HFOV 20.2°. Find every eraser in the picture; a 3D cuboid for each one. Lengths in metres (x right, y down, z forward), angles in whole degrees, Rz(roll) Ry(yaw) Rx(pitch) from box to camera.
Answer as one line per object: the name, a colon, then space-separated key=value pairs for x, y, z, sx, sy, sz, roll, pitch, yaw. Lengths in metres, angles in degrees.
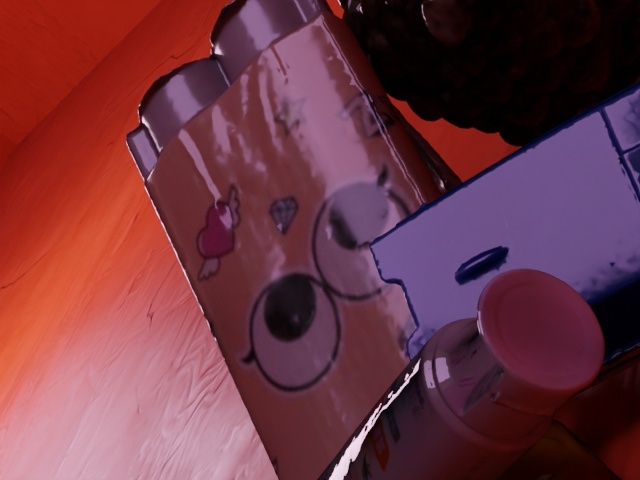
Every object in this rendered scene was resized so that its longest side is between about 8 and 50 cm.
eraser: x=0.000 y=0.000 z=1.053 sx=0.171 sy=0.087 sz=0.290 roll=-42 pitch=57 yaw=24

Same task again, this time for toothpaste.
toothpaste: x=0.032 y=0.120 z=0.863 sx=0.323 sy=0.066 sz=0.100 roll=125 pitch=157 yaw=-50

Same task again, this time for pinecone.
pinecone: x=0.128 y=-0.177 z=1.166 sx=0.224 sy=0.224 sz=0.272 roll=-42 pitch=-1 yaw=29

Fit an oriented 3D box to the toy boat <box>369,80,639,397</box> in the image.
toy boat: x=0.176 y=-0.021 z=0.868 sx=0.295 sy=0.088 sz=0.129 roll=-30 pitch=58 yaw=18

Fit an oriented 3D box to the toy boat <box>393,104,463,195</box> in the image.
toy boat: x=0.048 y=-0.034 z=1.151 sx=0.096 sy=0.206 sz=0.282 roll=-27 pitch=26 yaw=-14

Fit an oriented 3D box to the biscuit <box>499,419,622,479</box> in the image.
biscuit: x=0.073 y=0.156 z=0.855 sx=0.170 sy=0.050 sz=0.170 roll=-46 pitch=15 yaw=17
